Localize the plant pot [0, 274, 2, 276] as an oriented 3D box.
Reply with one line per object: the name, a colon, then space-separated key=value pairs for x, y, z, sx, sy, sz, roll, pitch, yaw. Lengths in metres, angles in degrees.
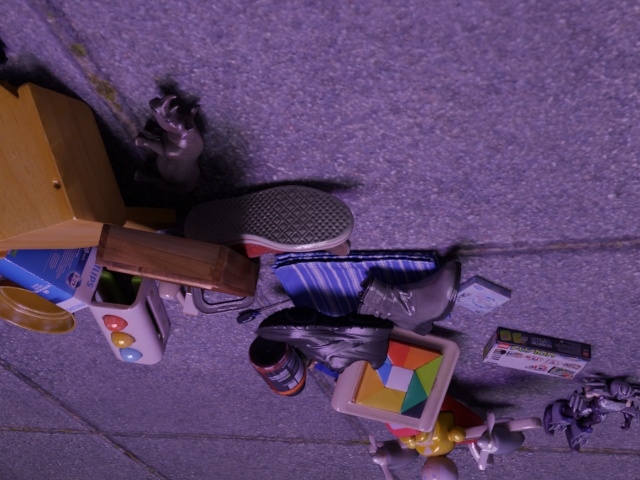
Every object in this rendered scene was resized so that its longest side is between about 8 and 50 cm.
plant pot: x=-0.755 y=0.031 z=1.601 sx=0.180 sy=0.201 sz=0.201 roll=44 pitch=136 yaw=-18

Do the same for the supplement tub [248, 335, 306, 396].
supplement tub: x=-0.098 y=0.312 z=1.892 sx=0.106 sy=0.106 sz=0.198 roll=-2 pitch=144 yaw=18

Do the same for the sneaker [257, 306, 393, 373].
sneaker: x=0.007 y=0.214 z=1.614 sx=0.286 sy=0.109 sz=0.130 roll=4 pitch=109 yaw=11

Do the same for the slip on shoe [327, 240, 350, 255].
slip on shoe: x=0.000 y=0.000 z=1.455 sx=0.051 sy=0.041 sz=0.135 roll=-22 pitch=135 yaw=39

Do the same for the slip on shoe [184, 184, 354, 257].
slip on shoe: x=-0.087 y=-0.025 z=1.389 sx=0.331 sy=0.123 sz=0.101 roll=-4 pitch=158 yaw=27

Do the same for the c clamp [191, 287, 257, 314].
c clamp: x=-0.214 y=0.089 z=1.616 sx=0.160 sy=0.137 sz=0.022 roll=-4 pitch=-171 yaw=1

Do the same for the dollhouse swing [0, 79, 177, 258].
dollhouse swing: x=-0.481 y=-0.119 z=1.402 sx=0.346 sy=0.305 sz=0.315 roll=-12 pitch=99 yaw=32

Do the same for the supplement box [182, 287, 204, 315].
supplement box: x=-0.274 y=0.115 z=1.687 sx=0.036 sy=0.062 sz=0.098 roll=15 pitch=147 yaw=-7

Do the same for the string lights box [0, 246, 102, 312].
string lights box: x=-0.577 y=0.027 z=1.578 sx=0.076 sy=0.133 sz=0.259 roll=-20 pitch=135 yaw=37

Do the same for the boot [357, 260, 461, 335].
boot: x=0.161 y=0.103 z=1.479 sx=0.161 sy=0.084 sz=0.246 roll=18 pitch=146 yaw=-6

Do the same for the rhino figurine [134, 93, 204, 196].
rhino figurine: x=-0.243 y=-0.158 z=1.264 sx=0.106 sy=0.073 sz=0.243 roll=17 pitch=145 yaw=-3

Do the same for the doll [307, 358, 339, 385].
doll: x=0.061 y=0.340 z=1.913 sx=0.189 sy=0.046 sz=0.129 roll=32 pitch=144 yaw=-8

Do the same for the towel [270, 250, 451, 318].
towel: x=0.087 y=0.101 z=1.586 sx=0.335 sy=0.040 sz=0.243 roll=-1 pitch=146 yaw=17

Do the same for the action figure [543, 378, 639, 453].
action figure: x=0.650 y=0.403 z=1.824 sx=0.185 sy=0.099 sz=0.285 roll=21 pitch=142 yaw=-6

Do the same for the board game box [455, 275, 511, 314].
board game box: x=0.319 y=0.112 z=1.550 sx=0.090 sy=0.020 sz=0.090 roll=24 pitch=145 yaw=-19

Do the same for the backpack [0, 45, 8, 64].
backpack: x=-0.540 y=-0.280 z=1.136 sx=0.084 sy=0.105 sz=0.114 roll=-5 pitch=138 yaw=21

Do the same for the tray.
tray: x=-0.239 y=0.047 z=1.397 sx=0.202 sy=0.076 sz=0.411 roll=11 pitch=175 yaw=4

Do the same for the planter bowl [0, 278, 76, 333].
planter bowl: x=-0.660 y=0.127 z=1.791 sx=0.217 sy=0.090 sz=0.217 roll=8 pitch=146 yaw=5

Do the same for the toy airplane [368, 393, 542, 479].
toy airplane: x=0.309 y=0.488 z=1.886 sx=0.384 sy=0.273 sz=0.386 roll=8 pitch=146 yaw=3

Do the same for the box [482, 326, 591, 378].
box: x=0.474 y=0.250 z=1.697 sx=0.206 sy=0.036 sz=0.114 roll=11 pitch=147 yaw=-1

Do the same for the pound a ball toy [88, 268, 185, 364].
pound a ball toy: x=-0.403 y=0.176 z=1.750 sx=0.208 sy=0.136 sz=0.319 roll=7 pitch=147 yaw=5

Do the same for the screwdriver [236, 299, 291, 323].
screwdriver: x=-0.127 y=0.162 z=1.754 sx=0.169 sy=0.024 sz=0.025 roll=-18 pitch=108 yaw=34

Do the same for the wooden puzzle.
wooden puzzle: x=0.165 y=0.297 z=1.682 sx=0.238 sy=0.221 sz=0.044 roll=16 pitch=-171 yaw=-8
